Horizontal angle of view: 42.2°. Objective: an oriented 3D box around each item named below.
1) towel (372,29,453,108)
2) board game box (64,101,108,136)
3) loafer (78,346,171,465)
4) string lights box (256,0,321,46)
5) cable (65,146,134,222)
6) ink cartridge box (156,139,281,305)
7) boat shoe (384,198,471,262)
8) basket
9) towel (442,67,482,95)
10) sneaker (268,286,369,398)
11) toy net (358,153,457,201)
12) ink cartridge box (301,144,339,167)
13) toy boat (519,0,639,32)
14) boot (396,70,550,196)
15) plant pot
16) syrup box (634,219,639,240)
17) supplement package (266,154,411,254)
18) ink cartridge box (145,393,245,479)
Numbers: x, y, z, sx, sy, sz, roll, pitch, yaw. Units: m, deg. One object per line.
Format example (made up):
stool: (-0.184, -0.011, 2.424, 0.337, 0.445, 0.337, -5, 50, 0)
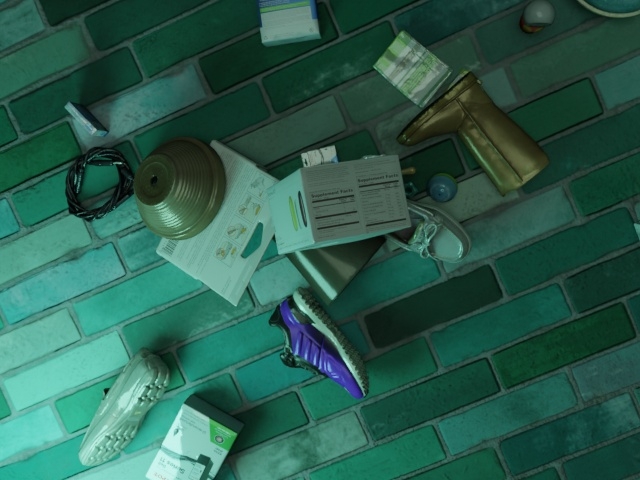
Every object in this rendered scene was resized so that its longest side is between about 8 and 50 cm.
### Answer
towel: (0.209, -0.388, 1.878, 0.152, 0.023, 0.113, 40, 96, 0)
board game box: (-0.538, -0.279, 1.914, 0.020, 0.090, 0.090, -44, 91, 7)
loafer: (-0.475, 0.397, 1.973, 0.319, 0.112, 0.111, -52, 54, 8)
string lights box: (-0.082, -0.578, 1.857, 0.133, 0.077, 0.260, -7, 94, 5)
cable: (-0.530, -0.130, 1.949, 0.184, 0.047, 0.151, -37, 91, 7)
ink cartridge box: (-0.204, -0.039, 1.875, 0.261, 0.066, 0.296, 32, 98, 25)
boat shoe: (0.186, -0.039, 1.854, 0.320, 0.103, 0.118, 33, 122, 3)
basket: (0.000, 0.000, 1.869, 0.227, 0.154, 0.204, 42, 85, 4)
towel: (0.321, -0.342, 1.880, 0.060, 0.009, 0.083, 36, 96, 1)
sneaker: (-0.011, 0.262, 1.922, 0.146, 0.102, 0.293, -38, 86, 11)
toy net: (0.191, -0.128, 1.897, 0.232, 0.045, 0.122, 26, 126, 5)
ink cartridge box: (-0.002, -0.187, 1.910, 0.083, 0.028, 0.048, -13, 94, 6)
toy boat: (0.561, -0.556, 1.772, 0.318, 0.148, 0.267, -40, 91, 6)
boot: (0.338, -0.205, 1.853, 0.236, 0.089, 0.269, -39, 96, 16)
plant pot: (-0.338, -0.125, 1.856, 0.237, 0.109, 0.238, -6, 78, 29)
syrup box: (0.787, 0.057, 1.835, 0.096, 0.093, 0.237, -22, 93, 7)
supplement package: (0.028, -0.068, 1.659, 0.203, 0.262, 0.145, -10, 87, -18)
ink cartridge box: (-0.298, 0.497, 1.965, 0.153, 0.087, 0.209, 28, 98, 2)
